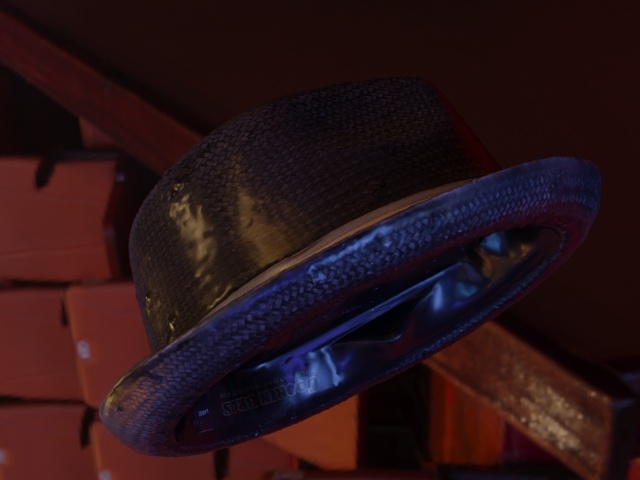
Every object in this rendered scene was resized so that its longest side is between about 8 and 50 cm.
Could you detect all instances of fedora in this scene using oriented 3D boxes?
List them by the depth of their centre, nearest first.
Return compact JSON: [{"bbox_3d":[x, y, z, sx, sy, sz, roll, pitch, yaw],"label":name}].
[{"bbox_3d":[0.000,0.000,0.683,0.152,0.334,0.334,62,165,19],"label":"fedora"}]
